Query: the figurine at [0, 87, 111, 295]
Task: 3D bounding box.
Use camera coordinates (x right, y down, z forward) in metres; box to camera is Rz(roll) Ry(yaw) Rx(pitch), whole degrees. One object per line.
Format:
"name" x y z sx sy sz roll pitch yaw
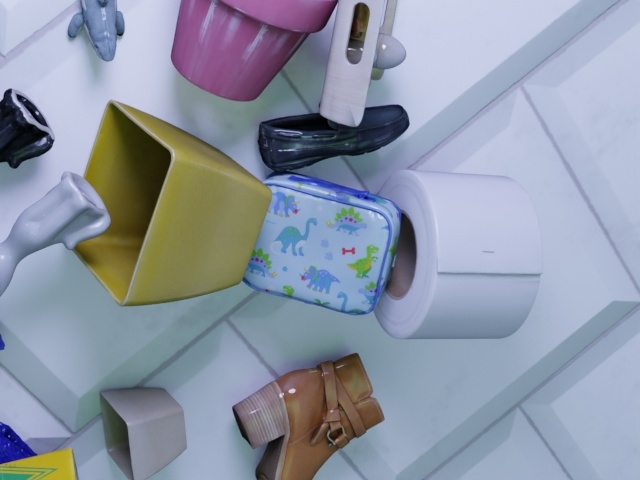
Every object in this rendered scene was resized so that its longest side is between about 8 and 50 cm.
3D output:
"figurine" -0.409 -0.047 1.442 0.209 0.092 0.215 -36 84 5

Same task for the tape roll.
"tape roll" 0.187 0.022 1.648 0.169 0.246 0.246 2 111 -21

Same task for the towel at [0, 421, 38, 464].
"towel" -0.527 0.421 1.641 0.308 0.076 0.228 -37 121 -3

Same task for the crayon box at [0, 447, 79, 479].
"crayon box" -0.471 0.500 1.595 0.313 0.106 0.363 -12 117 -15

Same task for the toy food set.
"toy food set" 0.072 -0.286 1.456 0.092 0.306 0.220 11 110 3

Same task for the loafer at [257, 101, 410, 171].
"loafer" 0.020 -0.160 1.602 0.223 0.076 0.078 -15 124 -11

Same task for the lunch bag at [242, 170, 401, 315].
"lunch bag" 0.000 0.000 1.606 0.218 0.090 0.176 14 109 10

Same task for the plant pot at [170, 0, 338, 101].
"plant pot" -0.100 -0.287 1.448 0.201 0.201 0.180 15 121 -26

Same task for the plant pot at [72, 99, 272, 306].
"plant pot" -0.193 -0.041 1.510 0.187 0.212 0.212 9 109 -38

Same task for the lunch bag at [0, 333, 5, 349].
"lunch bag" -0.503 0.109 1.513 0.128 0.096 0.151 -18 131 -16

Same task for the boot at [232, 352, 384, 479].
"boot" -0.002 0.323 1.798 0.220 0.109 0.284 -23 111 -15

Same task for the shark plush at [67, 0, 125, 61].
"shark plush" -0.270 -0.312 1.431 0.073 0.067 0.161 7 109 -23

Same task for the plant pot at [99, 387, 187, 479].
"plant pot" -0.257 0.278 1.672 0.096 0.109 0.109 -15 117 -28
